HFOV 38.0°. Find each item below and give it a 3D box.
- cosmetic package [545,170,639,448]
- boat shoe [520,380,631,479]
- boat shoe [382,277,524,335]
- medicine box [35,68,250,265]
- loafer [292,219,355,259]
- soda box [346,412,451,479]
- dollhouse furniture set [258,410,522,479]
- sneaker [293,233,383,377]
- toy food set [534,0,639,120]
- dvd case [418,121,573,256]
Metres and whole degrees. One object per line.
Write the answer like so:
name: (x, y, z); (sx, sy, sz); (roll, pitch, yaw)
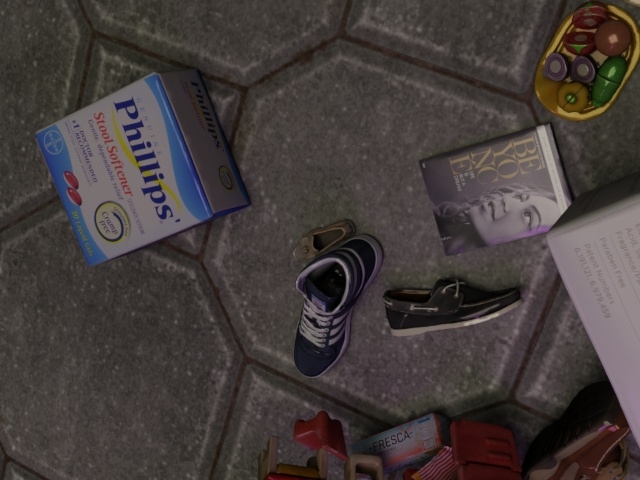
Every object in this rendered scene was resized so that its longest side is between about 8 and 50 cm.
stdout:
cosmetic package: (0.557, 0.034, 1.202); (0.393, 0.329, 0.327); (-24, 91, 26)
boat shoe: (0.406, 0.313, 1.392); (0.120, 0.122, 0.324); (30, 151, 8)
boat shoe: (0.211, 0.100, 1.504); (0.233, 0.084, 0.079); (-11, 97, 28)
medicine box: (-0.314, -0.128, 1.650); (0.289, 0.149, 0.264); (-21, 92, 27)
loafer: (0.000, 0.000, 1.599); (0.125, 0.039, 0.045); (-27, 90, 26)
soda box: (0.138, 0.354, 1.592); (0.183, 0.063, 0.058); (-26, 59, 26)
dollhouse furniture set: (0.105, 0.380, 1.446); (0.374, 0.152, 0.201); (11, 138, -16)
sneaker: (0.001, 0.125, 1.562); (0.099, 0.153, 0.282); (30, 111, 16)
toy food set: (0.395, -0.275, 1.350); (0.128, 0.071, 0.218); (31, 111, 15)
dvd case: (0.279, -0.077, 1.473); (0.221, 0.018, 0.165); (-15, 95, 25)
